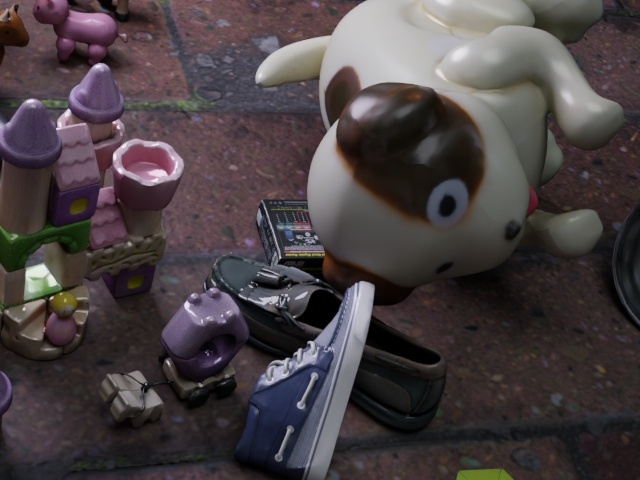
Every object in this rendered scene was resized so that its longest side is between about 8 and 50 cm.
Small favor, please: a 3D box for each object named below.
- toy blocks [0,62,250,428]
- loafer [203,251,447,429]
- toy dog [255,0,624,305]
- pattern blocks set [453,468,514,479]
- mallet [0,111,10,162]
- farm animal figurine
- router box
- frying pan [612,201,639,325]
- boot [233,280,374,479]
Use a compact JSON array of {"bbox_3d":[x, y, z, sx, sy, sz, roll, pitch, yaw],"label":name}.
[{"bbox_3d":[-0.237,-0.017,1.078,0.289,0.260,0.309,-17,52,-34],"label":"toy blocks"},{"bbox_3d":[0.008,0.077,1.197,0.268,0.084,0.096,31,43,14],"label":"loafer"},{"bbox_3d":[0.114,-0.116,1.250,0.396,0.284,0.408,19,33,0],"label":"toy dog"},{"bbox_3d":[0.178,0.314,1.047,0.325,0.026,0.285,-4,46,-23],"label":"pattern blocks set"},{"bbox_3d":[-0.388,-0.077,1.262,0.062,0.039,0.190,37,49,25],"label":"mallet"},{"bbox_3d":[-0.377,-0.332,1.415,0.327,0.172,0.330,32,41,8],"label":"farm animal figurine"},{"bbox_3d":[0.000,0.000,1.312,0.123,0.038,0.092,0,44,-19],"label":"router box"},{"bbox_3d":[0.471,0.065,1.336,0.326,0.197,0.053,40,3,21],"label":"frying pan"},{"bbox_3d":[-0.013,0.118,1.103,0.086,0.069,0.190,17,77,1],"label":"boot"}]
